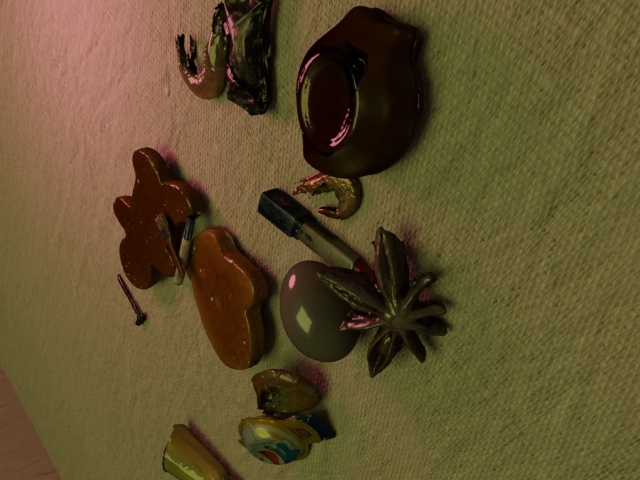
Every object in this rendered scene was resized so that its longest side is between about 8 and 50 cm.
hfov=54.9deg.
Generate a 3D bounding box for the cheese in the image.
[{"bbox_3d":[-0.085,0.445,1.402,0.270,0.069,0.177,-30,114,36],"label":"cheese"}]

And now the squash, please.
[{"bbox_3d":[-0.340,0.654,1.726,0.287,0.137,0.137,32,125,32],"label":"squash"}]

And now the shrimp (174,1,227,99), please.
[{"bbox_3d":[-0.244,-0.409,1.295,0.152,0.046,0.219,42,131,24],"label":"shrimp"}]

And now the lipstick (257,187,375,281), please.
[{"bbox_3d":[0.000,0.000,1.187,0.312,0.051,0.051,38,127,28],"label":"lipstick"}]

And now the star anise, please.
[{"bbox_3d":[0.116,0.105,1.057,0.199,0.110,0.257,-23,104,24],"label":"star anise"}]

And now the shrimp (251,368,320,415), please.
[{"bbox_3d":[-0.096,0.344,1.377,0.145,0.061,0.267,28,150,-10],"label":"shrimp"}]

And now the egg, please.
[{"bbox_3d":[-0.003,0.133,1.163,0.146,0.146,0.198,-22,90,48],"label":"egg"}]

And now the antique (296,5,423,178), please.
[{"bbox_3d":[0.053,-0.226,0.988,0.223,0.129,0.278,46,130,28],"label":"antique"}]

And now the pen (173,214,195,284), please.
[{"bbox_3d":[-0.328,0.025,1.486,0.025,0.025,0.204,41,129,29],"label":"pen"}]

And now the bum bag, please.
[{"bbox_3d":[-0.138,-0.362,1.182,0.102,0.069,0.247,26,120,39],"label":"bum bag"}]

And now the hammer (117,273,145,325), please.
[{"bbox_3d":[-0.584,0.178,1.881,0.178,0.021,0.065,54,136,18],"label":"hammer"}]

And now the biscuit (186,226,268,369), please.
[{"bbox_3d":[-0.207,0.126,1.431,0.287,0.057,0.343,-36,72,49],"label":"biscuit"}]

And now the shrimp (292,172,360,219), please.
[{"bbox_3d":[0.013,-0.084,1.158,0.163,0.045,0.095,-7,120,42],"label":"shrimp"}]

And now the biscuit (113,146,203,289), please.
[{"bbox_3d":[-0.436,-0.035,1.616,0.283,0.064,0.432,45,132,19],"label":"biscuit"}]

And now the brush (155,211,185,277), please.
[{"bbox_3d":[-0.361,0.013,1.492,0.043,0.014,0.169,-35,75,46],"label":"brush"}]
